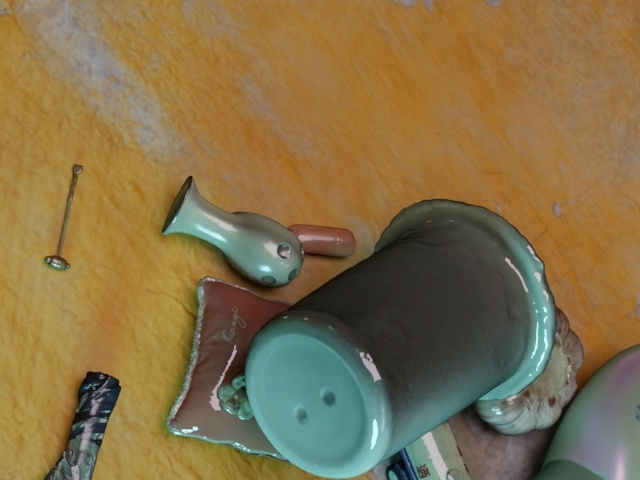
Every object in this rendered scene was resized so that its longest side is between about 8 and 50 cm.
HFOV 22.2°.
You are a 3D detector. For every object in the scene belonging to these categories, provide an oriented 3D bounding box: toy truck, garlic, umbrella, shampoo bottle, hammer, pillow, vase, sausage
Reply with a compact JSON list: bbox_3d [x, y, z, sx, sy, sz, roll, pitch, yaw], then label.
[{"bbox_3d":[0.139,0.286,1.804,0.074,0.088,0.201,-19,84,-29],"label":"toy truck"},{"bbox_3d":[0.231,0.147,1.882,0.147,0.102,0.159,34,75,-27],"label":"garlic"},{"bbox_3d":[-0.251,0.225,1.669,0.050,0.046,0.188,16,71,-5],"label":"umbrella"},{"bbox_3d":[0.342,0.275,1.865,0.349,0.151,0.222,-39,106,-29],"label":"shampoo bottle"},{"bbox_3d":[-0.272,-0.026,1.750,0.029,0.014,0.123,20,65,-28],"label":"hammer"},{"bbox_3d":[-0.067,0.141,1.758,0.171,0.075,0.179,18,68,-20],"label":"pillow"},{"bbox_3d":[0.069,0.108,1.697,0.291,0.245,0.245,-26,87,-45],"label":"vase"},{"bbox_3d":[0.000,0.000,1.854,0.083,0.034,0.034,5,73,-22],"label":"sausage"}]

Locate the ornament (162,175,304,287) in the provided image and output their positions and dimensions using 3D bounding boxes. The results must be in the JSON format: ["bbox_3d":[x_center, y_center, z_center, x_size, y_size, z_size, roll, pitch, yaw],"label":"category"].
[{"bbox_3d":[-0.091,-0.005,1.795,0.156,0.081,0.075,27,104,-13],"label":"ornament"}]
